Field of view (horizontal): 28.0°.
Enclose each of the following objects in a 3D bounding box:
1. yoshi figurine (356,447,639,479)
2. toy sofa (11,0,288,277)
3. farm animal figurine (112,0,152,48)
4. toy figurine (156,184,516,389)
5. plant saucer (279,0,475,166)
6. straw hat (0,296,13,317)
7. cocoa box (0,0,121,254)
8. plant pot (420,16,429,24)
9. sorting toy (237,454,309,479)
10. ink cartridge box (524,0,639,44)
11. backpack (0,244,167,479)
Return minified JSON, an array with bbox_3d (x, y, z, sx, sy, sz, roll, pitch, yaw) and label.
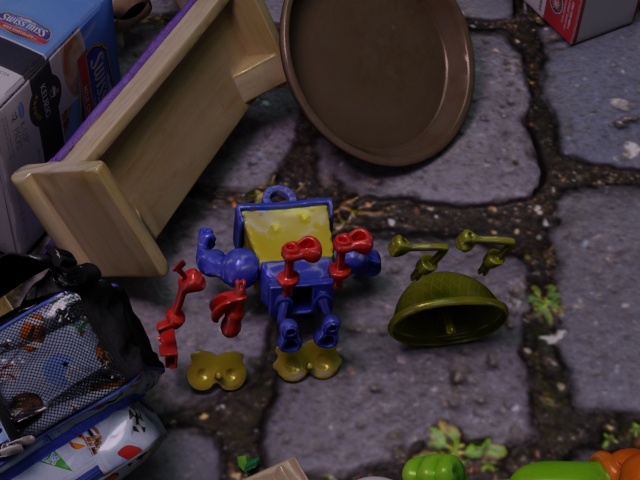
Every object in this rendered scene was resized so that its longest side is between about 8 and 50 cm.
[{"bbox_3d":[0.122,0.272,1.091,0.362,0.203,0.203,-3,55,-2],"label":"yoshi figurine"},{"bbox_3d":[-0.189,-0.128,1.413,0.177,0.150,0.362,0,43,34],"label":"toy sofa"},{"bbox_3d":[-0.297,-0.316,1.582,0.327,0.172,0.330,-1,17,8],"label":"farm animal figurine"},{"bbox_3d":[0.000,0.000,1.333,0.363,0.191,0.217,-7,44,-10],"label":"toy figurine"},{"bbox_3d":[0.065,-0.221,1.523,0.278,0.041,0.277,5,80,-31],"label":"plant saucer"},{"bbox_3d":[-0.357,0.092,1.303,0.144,0.144,0.061,11,11,7],"label":"straw hat"},{"bbox_3d":[-0.425,-0.184,1.436,0.347,0.231,0.228,22,51,16],"label":"cocoa box"},{"bbox_3d":[0.093,-0.293,1.648,0.096,0.109,0.109,24,50,1],"label":"plant pot"},{"bbox_3d":[-0.046,0.233,1.231,0.062,0.012,0.083,-24,57,-16],"label":"sorting toy"},{"bbox_3d":[0.312,-0.427,1.709,0.114,0.197,0.273,-22,53,-20],"label":"ink cartridge box"},{"bbox_3d":[-0.272,0.153,1.142,0.263,0.276,0.213,-24,81,-5],"label":"backpack"}]
